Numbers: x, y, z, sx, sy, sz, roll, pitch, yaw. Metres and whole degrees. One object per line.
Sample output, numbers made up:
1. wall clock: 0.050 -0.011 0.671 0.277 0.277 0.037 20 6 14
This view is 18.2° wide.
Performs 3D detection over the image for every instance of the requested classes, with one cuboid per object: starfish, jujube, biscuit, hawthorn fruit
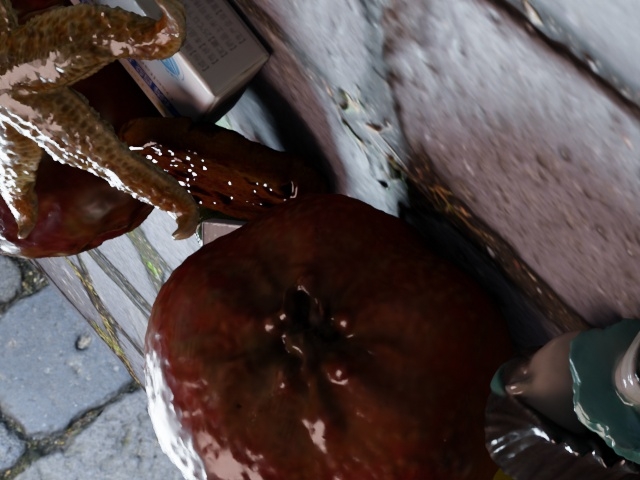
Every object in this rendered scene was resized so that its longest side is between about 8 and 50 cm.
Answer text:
1. starfish: -0.232 -0.136 1.606 0.375 0.094 0.327 -6 109 44
2. jujube: -0.282 -0.125 1.898 0.276 0.276 0.377 56 169 -20
3. biscuit: -0.082 -0.061 1.696 0.192 0.049 0.192 17 164 5
4. hawthorn fruit: 0.014 0.121 1.570 0.287 0.287 0.330 46 172 22

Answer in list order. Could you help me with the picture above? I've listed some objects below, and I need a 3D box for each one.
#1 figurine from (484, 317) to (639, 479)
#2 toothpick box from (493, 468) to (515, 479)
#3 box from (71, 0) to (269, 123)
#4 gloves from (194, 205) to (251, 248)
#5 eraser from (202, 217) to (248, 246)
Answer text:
1. figurine: 0.193 0.112 1.278 0.138 0.110 0.245 34 161 -5
2. toothpick box: 0.096 0.297 1.716 0.175 0.271 0.175 48 166 16
3. box: -0.184 -0.247 1.652 0.343 0.065 0.200 51 167 0
4. gloves: -0.042 0.044 1.821 0.268 0.135 0.107 56 163 21
5. eraser: -0.035 0.039 1.726 0.150 0.023 0.104 6 102 30
